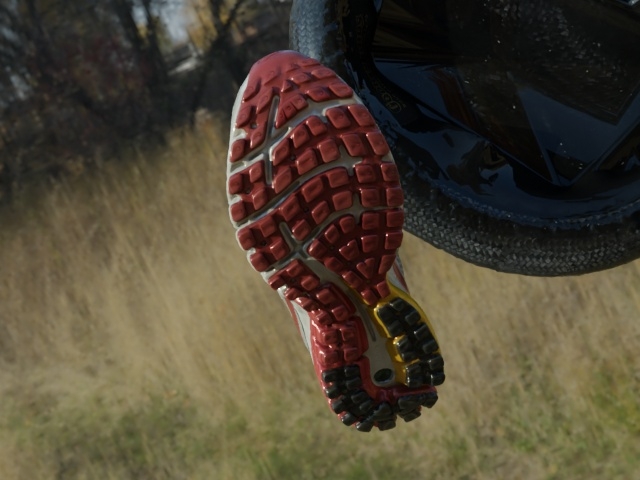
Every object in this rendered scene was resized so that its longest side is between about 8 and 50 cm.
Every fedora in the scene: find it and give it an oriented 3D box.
[{"bbox_3d":[0.147,-0.134,0.806,0.334,0.334,0.152,-23,-1,7],"label":"fedora"}]

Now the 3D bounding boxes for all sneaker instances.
[{"bbox_3d":[0.000,0.000,0.595,0.088,0.225,0.092,-19,33,-5],"label":"sneaker"}]
